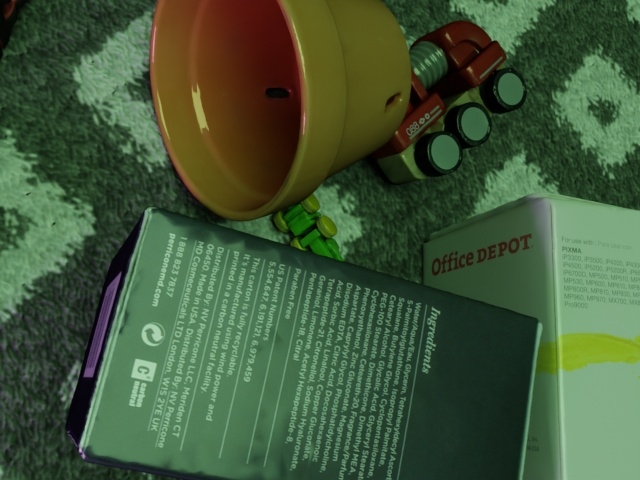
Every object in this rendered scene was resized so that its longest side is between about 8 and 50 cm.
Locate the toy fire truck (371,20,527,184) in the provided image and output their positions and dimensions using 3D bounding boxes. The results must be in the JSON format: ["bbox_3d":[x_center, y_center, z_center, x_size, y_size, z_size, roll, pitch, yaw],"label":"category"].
[{"bbox_3d":[0.110,-0.222,0.995,0.217,0.158,0.246,-43,106,-22],"label":"toy fire truck"}]

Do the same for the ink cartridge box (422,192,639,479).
[{"bbox_3d":[0.250,0.165,0.884,0.160,0.279,0.385,6,78,-20],"label":"ink cartridge box"}]

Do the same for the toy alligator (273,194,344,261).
[{"bbox_3d":[0.000,0.000,0.942,0.190,0.056,0.051,55,24,6],"label":"toy alligator"}]

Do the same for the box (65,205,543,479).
[{"bbox_3d":[-0.033,0.143,0.775,0.395,0.293,0.212,16,75,-17],"label":"box"}]

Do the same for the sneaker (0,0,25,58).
[{"bbox_3d":[-0.403,-0.287,0.833,0.136,0.116,0.314,24,65,-4],"label":"sneaker"}]

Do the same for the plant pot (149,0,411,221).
[{"bbox_3d":[-0.035,-0.182,0.862,0.203,0.291,0.291,-15,85,-39],"label":"plant pot"}]
